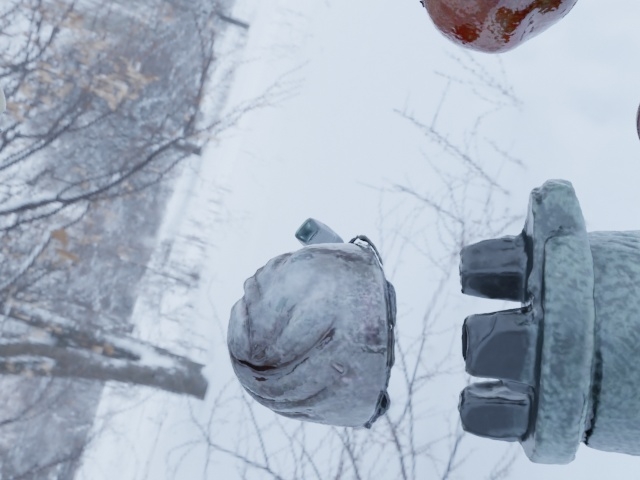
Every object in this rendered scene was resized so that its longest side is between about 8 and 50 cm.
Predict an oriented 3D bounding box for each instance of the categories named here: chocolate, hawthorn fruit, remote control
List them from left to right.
[{"bbox_3d":[-0.032,0.138,1.228,0.303,0.213,0.303,-179,90,-73],"label":"chocolate"},{"bbox_3d":[0.000,0.000,1.801,0.072,0.042,0.222,-49,-23,2],"label":"remote control"},{"bbox_3d":[0.180,-0.273,0.820,0.188,0.169,0.168,122,165,-87],"label":"hawthorn fruit"}]

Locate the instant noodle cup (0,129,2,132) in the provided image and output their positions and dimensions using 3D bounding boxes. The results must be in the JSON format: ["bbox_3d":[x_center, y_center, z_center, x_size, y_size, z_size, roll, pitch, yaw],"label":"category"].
[{"bbox_3d":[-0.374,-0.219,0.612,0.284,0.284,0.312,-118,22,-71],"label":"instant noodle cup"}]

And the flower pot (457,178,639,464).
[{"bbox_3d":[0.285,0.083,0.857,0.299,0.283,0.298,1,-90,-78],"label":"flower pot"}]

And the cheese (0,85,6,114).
[{"bbox_3d":[-0.430,-0.190,1.004,0.048,0.092,0.171,-1,53,29],"label":"cheese"}]

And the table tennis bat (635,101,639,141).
[{"bbox_3d":[0.813,-0.227,1.721,0.414,0.268,0.051,68,-155,-48],"label":"table tennis bat"}]
